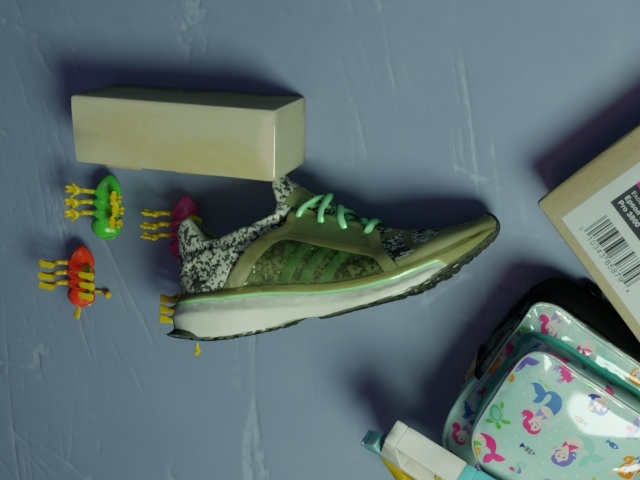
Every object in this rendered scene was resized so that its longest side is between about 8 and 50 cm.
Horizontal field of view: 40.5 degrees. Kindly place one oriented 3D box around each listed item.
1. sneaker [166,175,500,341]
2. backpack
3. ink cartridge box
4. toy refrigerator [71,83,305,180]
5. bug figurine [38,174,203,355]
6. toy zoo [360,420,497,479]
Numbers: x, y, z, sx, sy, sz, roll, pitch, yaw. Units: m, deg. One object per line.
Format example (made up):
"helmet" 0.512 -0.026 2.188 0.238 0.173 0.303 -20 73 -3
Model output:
"sneaker" 0.000 0.000 1.017 0.411 0.158 0.181 -14 85 8
"backpack" 0.266 0.203 0.987 0.225 0.191 0.253 36 121 5
"ink cartridge box" 0.374 -0.005 0.892 0.193 0.088 0.234 -41 74 27
"toy refrigerator" -0.162 -0.133 1.072 0.270 0.102 0.094 7 110 17
"bug figurine" -0.242 0.030 1.173 0.279 0.072 0.216 15 110 17
"toy zoo" 0.174 0.300 1.001 0.293 0.030 0.192 28 159 25
